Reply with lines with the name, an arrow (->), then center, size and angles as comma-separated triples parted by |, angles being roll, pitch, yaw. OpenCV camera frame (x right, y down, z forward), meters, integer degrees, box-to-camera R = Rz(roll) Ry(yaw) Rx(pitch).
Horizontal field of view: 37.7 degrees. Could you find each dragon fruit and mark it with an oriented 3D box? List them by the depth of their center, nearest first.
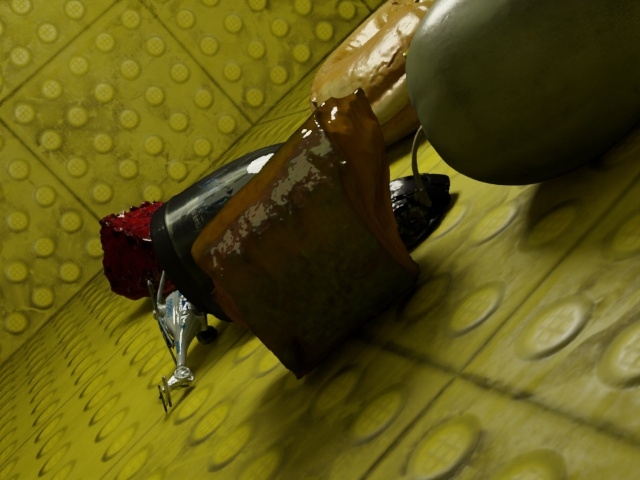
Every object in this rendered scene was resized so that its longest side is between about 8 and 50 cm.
dragon fruit -> -0.320, 0.023, 2.256 | 0.286, 0.227, 0.329 | 13, 27, 35

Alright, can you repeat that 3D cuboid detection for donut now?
donut -> 0.155, -0.342, 1.830 | 0.449, 0.198, 0.449 | -41, 15, 13

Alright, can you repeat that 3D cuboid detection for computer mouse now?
computer mouse -> 0.084, -0.023, 1.333 | 0.242, 0.077, 0.146 | -42, 13, 3

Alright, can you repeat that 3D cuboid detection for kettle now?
kettle -> -0.087, -0.015, 1.552 | 0.324, 0.228, 0.320 | -33, 43, 19

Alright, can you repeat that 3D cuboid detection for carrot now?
carrot -> 0.000, 0.000, 1.166 | 0.341, 0.241, 0.241 | -44, 14, 5

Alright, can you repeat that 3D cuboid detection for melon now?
melon -> 0.240, -0.195, 1.064 | 0.308, 0.271, 0.271 | -6, 26, 15

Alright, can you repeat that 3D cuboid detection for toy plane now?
toy plane -> -0.231, 0.149, 1.576 | 0.107, 0.181, 0.273 | -10, 16, -3

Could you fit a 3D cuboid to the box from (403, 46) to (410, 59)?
box -> 0.250, -0.274, 1.463 | 0.041, 0.153, 0.279 | -47, 15, -19
